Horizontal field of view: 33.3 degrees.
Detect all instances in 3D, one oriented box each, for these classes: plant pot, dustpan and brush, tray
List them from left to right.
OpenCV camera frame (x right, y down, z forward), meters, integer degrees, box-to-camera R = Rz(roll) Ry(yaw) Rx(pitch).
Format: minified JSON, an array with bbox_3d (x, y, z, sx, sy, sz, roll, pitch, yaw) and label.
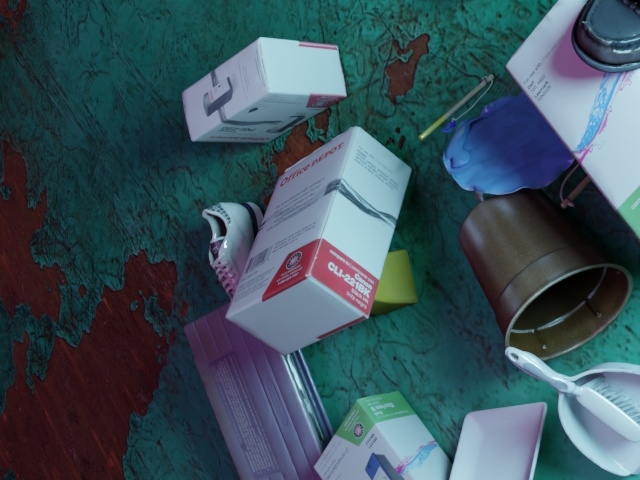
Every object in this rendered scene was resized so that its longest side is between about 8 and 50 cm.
[{"bbox_3d":[0.076,0.062,1.542,0.081,0.083,0.081,-24,74,48],"label":"plant pot"},{"bbox_3d":[0.212,0.336,1.348,0.145,0.030,0.270,-19,44,49],"label":"tray"},{"bbox_3d":[0.258,0.030,1.285,0.167,0.167,0.165,-58,42,33],"label":"plant pot"},{"bbox_3d":[0.307,0.177,1.227,0.211,0.060,0.147,36,122,11],"label":"dustpan and brush"}]

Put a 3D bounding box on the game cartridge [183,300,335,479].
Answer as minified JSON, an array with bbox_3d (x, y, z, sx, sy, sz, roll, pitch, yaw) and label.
[{"bbox_3d":[-0.086,0.266,1.724,0.230,0.068,0.355,-29,81,50],"label":"game cartridge"}]

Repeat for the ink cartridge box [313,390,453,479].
[{"bbox_3d":[0.105,0.345,1.514,0.212,0.093,0.154,52,127,32],"label":"ink cartridge box"}]

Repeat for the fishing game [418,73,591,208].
[{"bbox_3d":[0.244,-0.116,1.312,0.264,0.189,0.041,28,157,46],"label":"fishing game"}]

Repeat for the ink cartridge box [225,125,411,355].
[{"bbox_3d":[0.000,0.000,1.506,0.197,0.114,0.273,-29,34,46],"label":"ink cartridge box"}]

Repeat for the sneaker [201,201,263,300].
[{"bbox_3d":[-0.137,0.051,1.782,0.090,0.095,0.235,-25,76,45],"label":"sneaker"}]

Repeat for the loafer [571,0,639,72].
[{"bbox_3d":[0.367,-0.276,1.036,0.109,0.302,0.095,50,164,23],"label":"loafer"}]

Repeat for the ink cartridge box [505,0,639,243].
[{"bbox_3d":[0.356,-0.123,1.119,0.117,0.201,0.278,-53,54,36],"label":"ink cartridge box"}]

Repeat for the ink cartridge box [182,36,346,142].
[{"bbox_3d":[-0.090,-0.227,1.665,0.218,0.158,0.092,-21,76,48],"label":"ink cartridge box"}]
